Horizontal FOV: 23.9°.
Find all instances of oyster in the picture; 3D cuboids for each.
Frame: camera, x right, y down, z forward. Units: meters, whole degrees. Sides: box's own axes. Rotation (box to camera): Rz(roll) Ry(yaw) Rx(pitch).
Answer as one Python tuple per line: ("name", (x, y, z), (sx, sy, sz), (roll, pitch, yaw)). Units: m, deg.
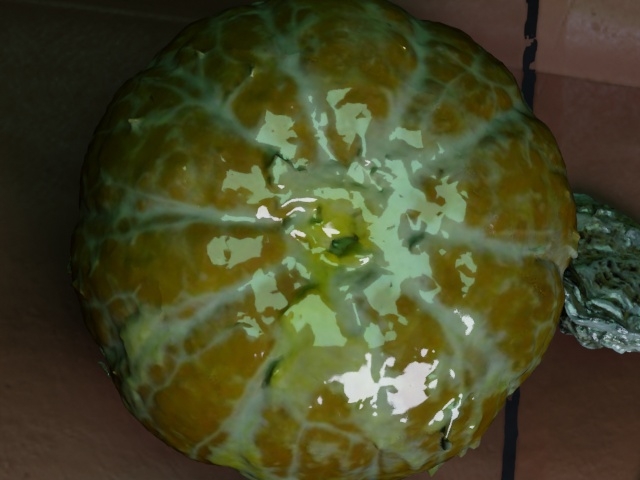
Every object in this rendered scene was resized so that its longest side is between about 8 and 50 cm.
("oyster", (0.218, 0.033, 1.123), (0.177, 0.064, 0.125), (41, 61, 7))

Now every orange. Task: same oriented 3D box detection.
("orange", (0.000, 0.000, 0.984), (0.329, 0.249, 0.329), (2, 78, -8))
